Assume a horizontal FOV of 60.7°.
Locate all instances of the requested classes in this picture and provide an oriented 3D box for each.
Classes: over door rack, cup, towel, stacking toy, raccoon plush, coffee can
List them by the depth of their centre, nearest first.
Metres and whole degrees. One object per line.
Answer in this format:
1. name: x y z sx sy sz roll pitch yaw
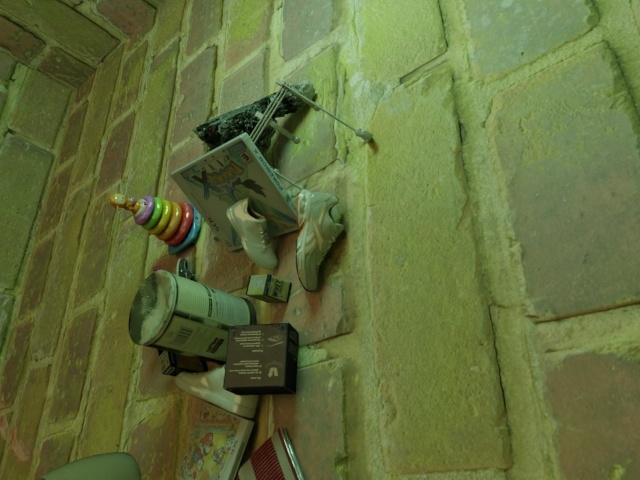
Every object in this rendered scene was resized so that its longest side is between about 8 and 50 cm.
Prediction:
1. towel: -0.151 0.627 1.256 0.329 0.037 0.237 -48 41 14
2. coffee can: -0.343 0.214 1.482 0.202 0.275 0.201 -23 54 37
3. over door rack: -0.045 -0.262 1.502 0.324 0.108 0.239 35 98 15
4. cup: -0.719 0.787 1.604 0.331 0.237 0.330 -23 54 37
5. raccoon plush: -0.171 -0.266 1.673 0.447 0.299 0.216 -23 20 1
6. stacking toy: -0.572 -0.091 1.854 0.166 0.302 0.175 -32 49 32

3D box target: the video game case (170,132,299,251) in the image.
1. video game case: -0.239 -0.122 1.556 0.329 0.299 0.036 -17 26 40

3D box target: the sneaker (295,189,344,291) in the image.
1. sneaker: 0.000 0.000 1.382 0.121 0.099 0.262 1 88 2

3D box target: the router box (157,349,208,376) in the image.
1. router box: -0.411 0.321 1.605 0.046 0.133 0.178 -47 44 19

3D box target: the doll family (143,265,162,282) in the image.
1. doll family: -0.539 0.214 1.780 0.263 0.119 0.163 -129 34 -47

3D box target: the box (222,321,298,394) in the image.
1. box: -0.142 0.290 1.332 0.156 0.093 0.158 -5 63 14

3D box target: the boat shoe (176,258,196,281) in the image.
1. boat shoe: -0.436 0.140 1.798 0.065 0.075 0.206 -9 46 -6

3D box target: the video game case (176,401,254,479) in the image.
1. video game case: -0.275 0.541 1.406 0.227 0.026 0.206 -2 62 50

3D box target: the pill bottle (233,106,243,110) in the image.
1. pill bottle: -0.264 -0.343 1.820 0.103 0.103 0.184 -2 68 45

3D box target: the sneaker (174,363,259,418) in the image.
1. sneaker: -0.267 0.377 1.462 0.290 0.106 0.122 8 73 36

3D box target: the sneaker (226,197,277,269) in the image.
1. sneaker: -0.172 -0.019 1.508 0.094 0.080 0.212 -32 93 29

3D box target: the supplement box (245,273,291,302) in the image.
1. supplement box: -0.139 0.130 1.461 0.083 0.083 0.056 -7 66 45

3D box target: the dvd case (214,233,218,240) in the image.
1. dvd case: -0.315 -0.066 1.798 0.087 0.013 0.119 -23 56 37
